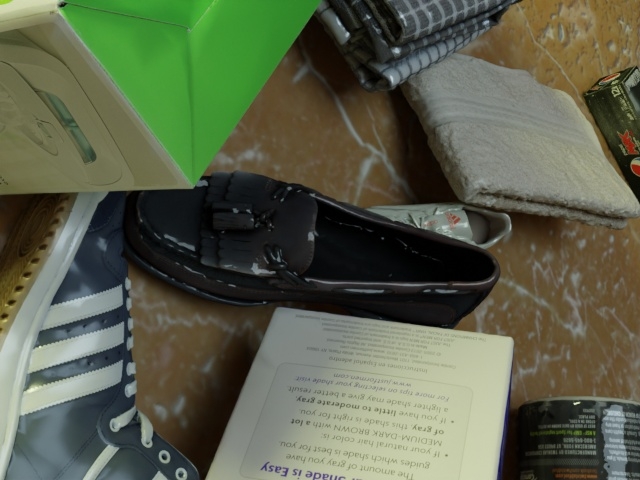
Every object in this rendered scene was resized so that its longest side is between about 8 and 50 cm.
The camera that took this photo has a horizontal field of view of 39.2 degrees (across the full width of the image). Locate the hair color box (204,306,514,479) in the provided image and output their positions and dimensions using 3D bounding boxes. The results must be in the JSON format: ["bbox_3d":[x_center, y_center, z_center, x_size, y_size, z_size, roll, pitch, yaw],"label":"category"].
[{"bbox_3d":[0.015,0.205,0.574,0.339,0.185,0.110,-68,159,-47],"label":"hair color box"}]

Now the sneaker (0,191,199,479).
[{"bbox_3d":[-0.145,0.082,0.588,0.153,0.099,0.282,26,68,-29],"label":"sneaker"}]

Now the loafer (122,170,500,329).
[{"bbox_3d":[0.000,0.000,0.698,0.302,0.095,0.109,15,61,-22],"label":"loafer"}]

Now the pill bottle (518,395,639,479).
[{"bbox_3d":[0.253,0.278,0.851,0.130,0.130,0.246,18,67,-36],"label":"pill bottle"}]

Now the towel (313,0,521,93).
[{"bbox_3d":[0.060,-0.300,0.825,0.235,0.121,0.284,-33,89,-41],"label":"towel"}]

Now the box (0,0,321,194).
[{"bbox_3d":[-0.132,-0.162,0.566,0.127,0.231,0.262,56,47,-36],"label":"box"}]

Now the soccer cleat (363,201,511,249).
[{"bbox_3d":[0.095,-0.007,0.829,0.196,0.076,0.068,-9,84,-41],"label":"soccer cleat"}]

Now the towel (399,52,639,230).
[{"bbox_3d":[0.210,-0.104,0.928,0.282,0.049,0.187,5,50,-39],"label":"towel"}]

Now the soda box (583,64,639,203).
[{"bbox_3d":[0.402,-0.130,1.133,0.053,0.060,0.169,-42,106,-38],"label":"soda box"}]
